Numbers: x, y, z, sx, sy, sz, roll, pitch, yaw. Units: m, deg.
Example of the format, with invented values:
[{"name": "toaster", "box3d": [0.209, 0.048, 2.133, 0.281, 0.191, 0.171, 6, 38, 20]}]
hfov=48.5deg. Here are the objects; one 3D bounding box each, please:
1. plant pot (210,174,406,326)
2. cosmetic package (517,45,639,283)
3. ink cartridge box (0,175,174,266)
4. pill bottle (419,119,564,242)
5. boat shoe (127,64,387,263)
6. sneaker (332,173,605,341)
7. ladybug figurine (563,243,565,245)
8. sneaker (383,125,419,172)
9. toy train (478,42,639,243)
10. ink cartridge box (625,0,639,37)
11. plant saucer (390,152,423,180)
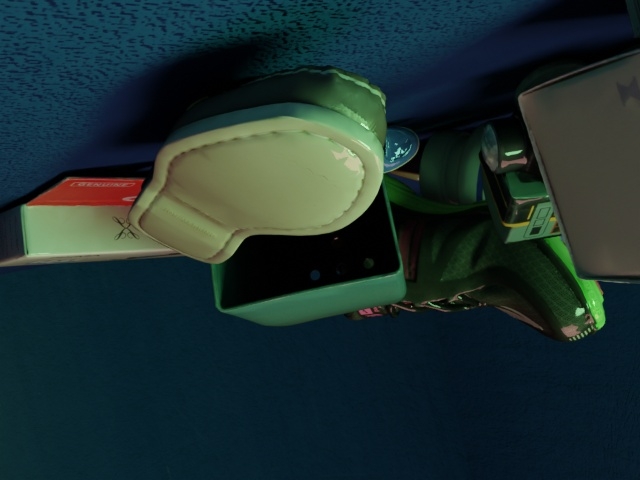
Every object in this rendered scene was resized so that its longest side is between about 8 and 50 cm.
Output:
[{"name": "plant pot", "box3d": [0.000, 0.000, 0.734, 0.166, 0.165, 0.234, -13, 162, 8]}, {"name": "cosmetic package", "box3d": [0.310, -0.090, 0.506, 0.296, 0.153, 0.129, -21, -174, -23]}, {"name": "ink cartridge box", "box3d": [-0.203, -0.019, 0.842, 0.296, 0.066, 0.261, -3, 175, -40]}, {"name": "pill bottle", "box3d": [0.277, -0.081, 0.947, 0.272, 0.152, 0.152, 12, -165, 35]}, {"name": "boat shoe", "box3d": [-0.050, -0.058, 0.495, 0.117, 0.096, 0.324, 30, 159, -18]}, {"name": "sneaker", "box3d": [0.129, 0.041, 0.922, 0.483, 0.185, 0.202, 19, -118, 41]}, {"name": "ladybug figurine", "box3d": [0.515, -0.101, 1.311, 0.305, 0.161, 0.449, -26, -152, 2]}, {"name": "sneaker", "box3d": [0.044, -0.098, 0.802, 0.152, 0.058, 0.084, -7, -172, -5]}, {"name": "toy train", "box3d": [0.318, -0.096, 0.722, 0.334, 0.142, 0.190, -11, 152, -4]}, {"name": "ink cartridge box", "box3d": [0.238, -0.156, 0.460, 0.063, 0.029, 0.115, -13, -171, 32]}, {"name": "plant saucer", "box3d": [0.243, -0.106, 1.198, 0.278, 0.041, 0.278, 12, -176, -1]}]
